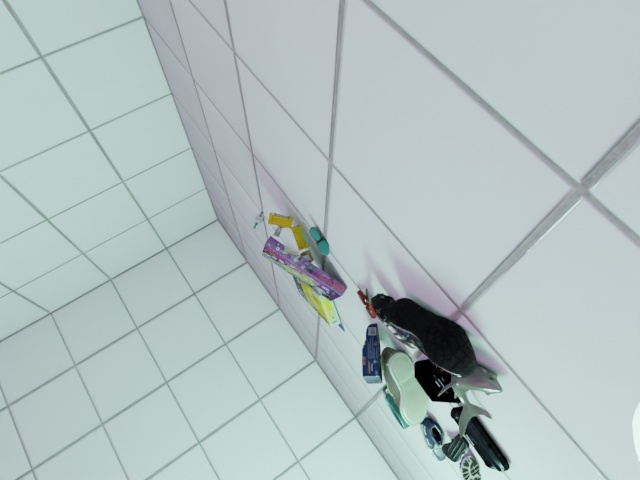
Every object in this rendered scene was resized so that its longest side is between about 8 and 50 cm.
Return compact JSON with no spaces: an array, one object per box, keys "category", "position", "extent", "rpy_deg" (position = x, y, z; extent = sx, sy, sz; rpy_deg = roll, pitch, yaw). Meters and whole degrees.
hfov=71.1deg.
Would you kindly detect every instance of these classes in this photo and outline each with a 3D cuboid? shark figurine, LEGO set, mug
[{"category":"shark figurine","position":[0.348,0.380,1.130],"extent":[0.166,0.116,0.278],"rpy_deg":[48,159,35]},{"category":"LEGO set","position":[-0.127,-0.032,1.785],"extent":[0.287,0.132,0.107],"rpy_deg":[34,-174,-8]},{"category":"mug","position":[0.308,0.606,1.666],"extent":[0.157,0.098,0.129],"rpy_deg":[60,172,9]}]

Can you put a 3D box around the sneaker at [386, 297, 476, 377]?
[{"category":"sneaker","position":[0.293,0.251,1.122],"extent":[0.124,0.107,0.283],"rpy_deg":[51,174,-35]}]

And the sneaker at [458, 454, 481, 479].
[{"category":"sneaker","position":[0.490,0.769,1.508],"extent":[0.071,0.068,0.169],"rpy_deg":[49,163,52]}]

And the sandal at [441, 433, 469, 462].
[{"category":"sandal","position":[0.463,0.697,1.512],"extent":[0.067,0.040,0.179],"rpy_deg":[45,145,26]}]

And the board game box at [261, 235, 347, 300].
[{"category":"board game box","position":[-0.071,0.117,1.751],"extent":[0.347,0.056,0.208],"rpy_deg":[34,159,-1]}]

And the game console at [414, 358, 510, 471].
[{"category":"game console","position":[0.407,0.508,1.315],"extent":[0.361,0.044,0.213],"rpy_deg":[55,165,12]}]

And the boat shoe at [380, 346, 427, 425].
[{"category":"boat shoe","position":[0.286,0.502,1.547],"extent":[0.091,0.109,0.304],"rpy_deg":[24,137,63]}]

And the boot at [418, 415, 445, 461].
[{"category":"boot","position":[0.423,0.743,1.640],"extent":[0.189,0.069,0.086],"rpy_deg":[62,166,-8]}]

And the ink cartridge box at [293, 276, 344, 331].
[{"category":"ink cartridge box","position":[-0.025,0.263,2.086],"extent":[0.304,0.072,0.307],"rpy_deg":[39,154,47]}]

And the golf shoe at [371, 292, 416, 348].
[{"category":"golf shoe","position":[0.218,0.243,1.318],"extent":[0.198,0.077,0.093],"rpy_deg":[49,162,32]}]

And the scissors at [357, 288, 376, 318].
[{"category":"scissors","position":[0.160,0.202,1.430],"extent":[0.108,0.021,0.297],"rpy_deg":[61,174,8]}]

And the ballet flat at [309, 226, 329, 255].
[{"category":"ballet flat","position":[0.000,0.000,1.594],"extent":[0.114,0.041,0.041],"rpy_deg":[59,164,-4]}]

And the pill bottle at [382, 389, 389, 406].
[{"category":"pill bottle","position":[0.312,0.676,1.853],"extent":[0.116,0.065,0.065],"rpy_deg":[39,156,48]}]

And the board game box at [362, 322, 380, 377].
[{"category":"board game box","position":[0.184,0.425,1.588],"extent":[0.194,0.060,0.194],"rpy_deg":[76,-166,-51]}]
